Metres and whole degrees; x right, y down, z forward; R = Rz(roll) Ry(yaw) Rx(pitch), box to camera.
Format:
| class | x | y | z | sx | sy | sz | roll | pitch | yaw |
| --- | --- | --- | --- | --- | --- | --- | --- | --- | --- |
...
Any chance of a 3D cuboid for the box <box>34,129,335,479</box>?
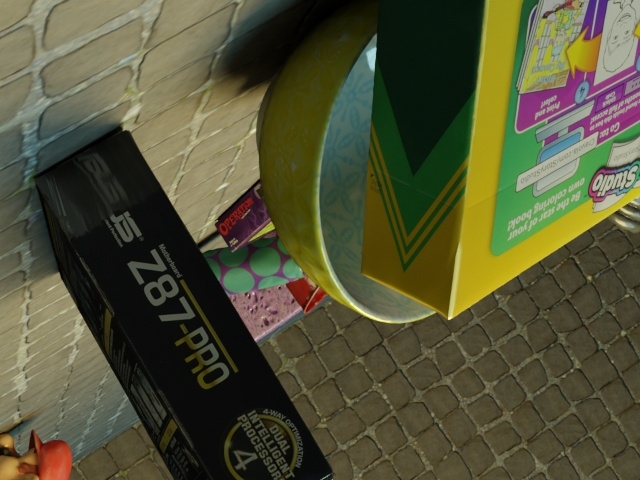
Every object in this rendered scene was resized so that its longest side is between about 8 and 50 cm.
| class | x | y | z | sx | sy | sz | roll | pitch | yaw |
| --- | --- | --- | --- | --- | --- | --- | --- | --- | --- |
| box | -0.128 | 0.107 | 1.308 | 0.097 | 0.318 | 0.395 | -31 | 172 | -13 |

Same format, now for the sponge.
| class | x | y | z | sx | sy | sz | roll | pitch | yaw |
| --- | --- | --- | --- | --- | --- | --- | --- | --- | --- |
| sponge | -0.108 | 0.086 | 2.154 | 0.210 | 0.117 | 0.031 | -36 | 171 | 17 |

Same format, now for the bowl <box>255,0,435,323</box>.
| class | x | y | z | sx | sy | sz | roll | pitch | yaw |
| --- | --- | --- | --- | --- | --- | --- | --- | --- | --- |
| bowl | 0.039 | -0.086 | 1.271 | 0.156 | 0.290 | 0.289 | 18 | -147 | 40 |

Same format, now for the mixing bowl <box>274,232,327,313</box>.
| class | x | y | z | sx | sy | sz | roll | pitch | yaw |
| --- | --- | --- | --- | --- | --- | --- | --- | --- | --- |
| mixing bowl | 0.000 | 0.000 | 2.041 | 0.181 | 0.098 | 0.181 | -49 | 172 | -9 |

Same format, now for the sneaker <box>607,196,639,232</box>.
| class | x | y | z | sx | sy | sz | roll | pitch | yaw |
| --- | --- | --- | --- | --- | --- | --- | --- | --- | --- |
| sneaker | 0.418 | -0.079 | 1.711 | 0.295 | 0.105 | 0.147 | 2 | 139 | -39 |

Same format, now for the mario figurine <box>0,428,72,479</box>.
| class | x | y | z | sx | sy | sz | roll | pitch | yaw |
| --- | --- | --- | --- | --- | --- | --- | --- | --- | --- |
| mario figurine | -0.542 | 0.372 | 2.313 | 0.320 | 0.170 | 0.198 | -19 | -156 | -25 |

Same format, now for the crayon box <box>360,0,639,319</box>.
| class | x | y | z | sx | sy | sz | roll | pitch | yaw |
| --- | --- | --- | --- | --- | --- | --- | --- | --- | --- |
| crayon box | 0.190 | -0.153 | 1.187 | 0.363 | 0.106 | 0.313 | -28 | 134 | -40 |

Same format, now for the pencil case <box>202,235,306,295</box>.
| class | x | y | z | sx | sy | sz | roll | pitch | yaw |
| --- | --- | --- | --- | --- | --- | --- | --- | --- | --- |
| pencil case | -0.089 | 0.028 | 1.856 | 0.151 | 0.070 | 0.064 | -13 | 136 | 11 |

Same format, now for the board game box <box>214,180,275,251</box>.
| class | x | y | z | sx | sy | sz | roll | pitch | yaw |
| --- | --- | --- | --- | --- | --- | --- | --- | --- | --- |
| board game box | 0.046 | -0.105 | 1.825 | 0.346 | 0.056 | 0.208 | -27 | 175 | -45 |
